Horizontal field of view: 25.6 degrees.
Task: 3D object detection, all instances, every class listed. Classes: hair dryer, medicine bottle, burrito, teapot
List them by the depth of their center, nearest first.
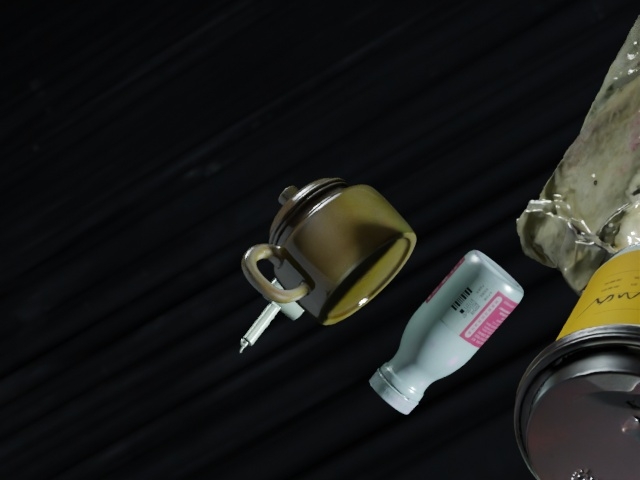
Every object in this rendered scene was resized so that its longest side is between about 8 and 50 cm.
[{"bbox_3d":[0.353,-0.097,1.592,0.107,0.348,0.175,32,-2,-43],"label":"burrito"},{"bbox_3d":[0.155,0.118,1.778,0.090,0.217,0.090,39,10,-8],"label":"medicine bottle"},{"bbox_3d":[0.000,0.000,1.910,0.267,0.185,0.175,-28,64,-39],"label":"teapot"},{"bbox_3d":[-0.075,0.116,2.033,0.063,0.124,0.038,40,-20,-5],"label":"hair dryer"}]

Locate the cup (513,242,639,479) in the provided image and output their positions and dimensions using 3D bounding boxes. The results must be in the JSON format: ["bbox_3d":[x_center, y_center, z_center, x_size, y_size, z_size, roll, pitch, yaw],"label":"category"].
[{"bbox_3d":[0.287,0.119,1.268,0.196,0.196,0.280,58,29,-14],"label":"cup"}]
